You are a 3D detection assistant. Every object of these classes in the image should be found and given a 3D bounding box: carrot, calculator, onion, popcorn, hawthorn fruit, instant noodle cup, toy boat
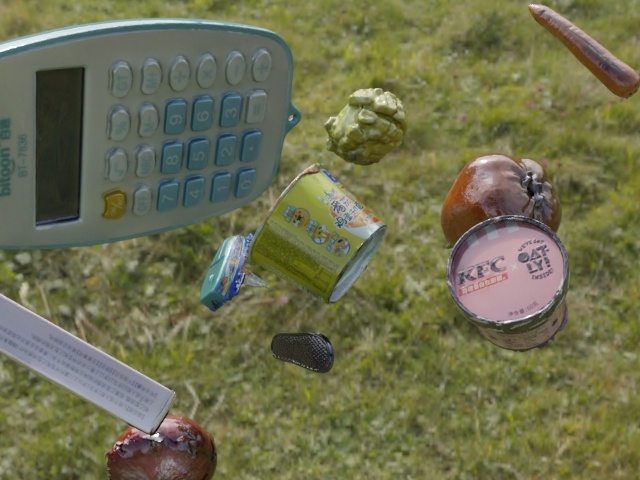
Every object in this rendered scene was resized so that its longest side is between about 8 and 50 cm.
[{"bbox_3d":[0.327,-0.245,1.243,0.037,0.037,0.190,-25,60,-25],"label":"carrot"},{"bbox_3d":[-0.192,-0.113,1.039,0.386,0.256,0.054,-9,39,-27],"label":"calculator"},{"bbox_3d":[-0.256,0.346,1.584,0.184,0.184,0.147,-16,31,-15],"label":"onion"},{"bbox_3d":[0.090,-0.223,1.966,0.174,0.142,0.173,-17,-2,-1],"label":"popcorn"},{"bbox_3d":[0.297,-0.039,1.752,0.199,0.251,0.199,20,51,-26],"label":"hawthorn fruit"},{"bbox_3d":[0.000,0.000,1.577,0.153,0.205,0.205,37,51,14],"label":"instant noodle cup"},{"bbox_3d":[-0.134,0.059,1.703,0.110,0.091,0.175,33,46,-20],"label":"toy boat"}]

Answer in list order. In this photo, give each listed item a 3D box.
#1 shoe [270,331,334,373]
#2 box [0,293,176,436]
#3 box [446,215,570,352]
[{"bbox_3d":[-0.018,0.177,1.597,0.053,0.062,0.159,14,-7,-40],"label":"shoe"},{"bbox_3d":[-0.355,0.151,1.317,0.343,0.200,0.065,30,75,-2],"label":"box"},{"bbox_3d":[0.248,0.066,1.273,0.151,0.135,0.151,-10,57,16],"label":"box"}]
